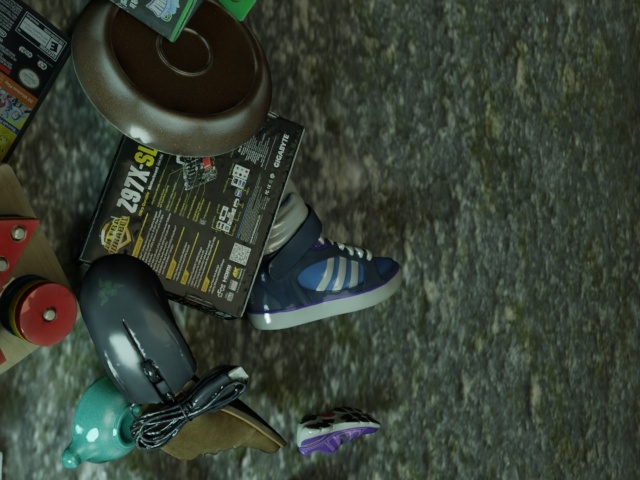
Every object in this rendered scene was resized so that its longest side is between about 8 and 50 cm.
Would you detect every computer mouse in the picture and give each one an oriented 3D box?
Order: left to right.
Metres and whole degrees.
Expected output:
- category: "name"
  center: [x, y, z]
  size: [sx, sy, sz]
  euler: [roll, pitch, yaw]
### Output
- category: "computer mouse"
  center: [-0.240, 0.141, 1.440]
  size: [0.188, 0.072, 0.272]
  euler: [-32, 89, 2]

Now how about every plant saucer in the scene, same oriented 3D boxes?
- category: "plant saucer"
  center: [-0.205, -0.268, 1.530]
  size: [0.311, 0.050, 0.310]
  euler: [14, 58, -23]

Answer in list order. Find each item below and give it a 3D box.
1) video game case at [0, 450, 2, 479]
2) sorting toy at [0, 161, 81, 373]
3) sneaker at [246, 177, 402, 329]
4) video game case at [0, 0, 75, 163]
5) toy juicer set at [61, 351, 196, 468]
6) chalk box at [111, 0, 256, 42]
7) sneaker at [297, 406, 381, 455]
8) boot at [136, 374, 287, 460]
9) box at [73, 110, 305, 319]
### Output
- category: "video game case"
  center: [-0.518, 0.385, 1.407]
  size: [0.173, 0.022, 0.190]
  euler: [2, 90, -40]
- category: "sorting toy"
  center: [-0.452, 0.070, 1.381]
  size: [0.255, 0.089, 0.257]
  euler: [-38, 122, -32]
- category: "sneaker"
  center: [-0.001, 0.000, 1.753]
  size: [0.323, 0.130, 0.236]
  euler: [-15, 106, -33]
- category: "video game case"
  center: [-0.495, -0.245, 1.390]
  size: [0.275, 0.035, 0.248]
  euler: [38, 68, -36]
- category: "toy juicer set"
  center: [-0.293, 0.281, 1.562]
  size: [0.209, 0.089, 0.329]
  euler: [46, 59, -52]
- category: "chalk box"
  center: [-0.209, -0.419, 1.454]
  size: [0.289, 0.180, 0.179]
  euler: [32, 63, -10]
- category: "sneaker"
  center: [0.028, 0.341, 1.850]
  size: [0.170, 0.068, 0.071]
  euler: [-4, 110, -31]
- category: "boot"
  center: [-0.168, 0.285, 1.600]
  size: [0.305, 0.112, 0.115]
  euler: [37, 82, -47]
- category: "box"
  center: [-0.193, -0.071, 1.572]
  size: [0.257, 0.079, 0.322]
  euler: [21, 77, -16]
